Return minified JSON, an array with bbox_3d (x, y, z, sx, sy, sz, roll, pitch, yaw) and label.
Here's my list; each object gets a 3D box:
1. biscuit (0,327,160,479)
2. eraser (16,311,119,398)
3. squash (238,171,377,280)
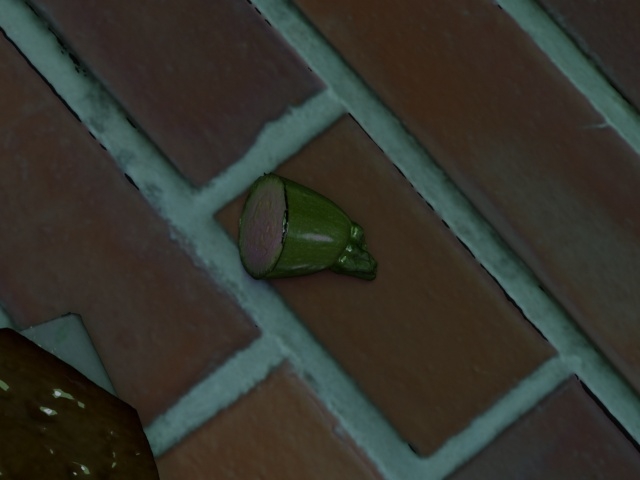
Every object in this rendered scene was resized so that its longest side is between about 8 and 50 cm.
[{"bbox_3d":[-0.283,0.220,1.509,0.359,0.046,0.359,16,50,-20],"label":"biscuit"},{"bbox_3d":[-0.242,0.195,1.644,0.174,0.081,0.227,-21,74,-23],"label":"eraser"},{"bbox_3d":[0.001,-0.006,1.791,0.132,0.105,0.105,9,66,-26],"label":"squash"}]
